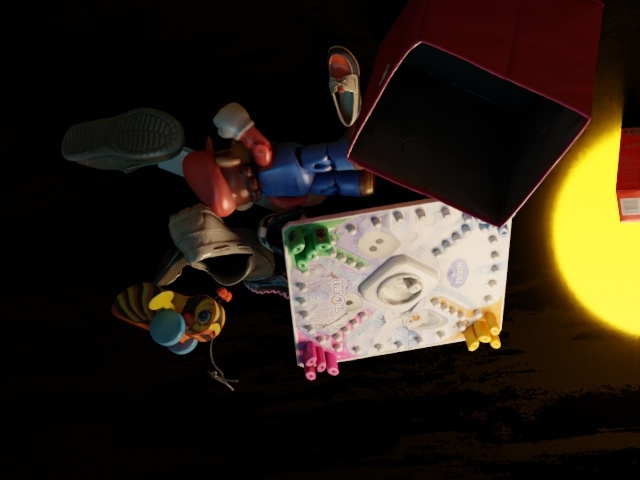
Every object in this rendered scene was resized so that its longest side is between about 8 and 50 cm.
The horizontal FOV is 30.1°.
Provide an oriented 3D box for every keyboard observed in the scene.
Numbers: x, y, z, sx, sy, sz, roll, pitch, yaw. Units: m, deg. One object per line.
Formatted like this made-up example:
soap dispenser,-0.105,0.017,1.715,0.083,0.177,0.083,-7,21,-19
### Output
keyboard,-0.162,-0.109,2.111,0.256,0.014,0.072,21,144,-4

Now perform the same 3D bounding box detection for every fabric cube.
fabric cube,0.216,-0.226,1.666,0.259,0.258,0.254,23,140,-8

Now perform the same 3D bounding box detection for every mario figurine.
mario figurine,-0.073,-0.142,1.992,0.321,0.170,0.198,-4,102,8

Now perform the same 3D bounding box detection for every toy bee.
toy bee,-0.254,0.151,2.349,0.298,0.162,0.195,32,171,2

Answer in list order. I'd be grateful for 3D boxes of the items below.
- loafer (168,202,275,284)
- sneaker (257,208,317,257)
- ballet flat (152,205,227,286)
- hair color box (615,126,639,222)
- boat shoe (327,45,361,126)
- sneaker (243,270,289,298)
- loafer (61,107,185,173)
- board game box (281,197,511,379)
loafer,-0.166,0.031,2.109,0.112,0.111,0.319,-24,158,18
sneaker,0.000,0.000,2.057,0.235,0.094,0.153,16,-176,6
ballet flat,-0.243,0.019,2.233,0.058,0.084,0.250,29,132,-17
hair color box,0.475,-0.100,1.804,0.043,0.141,0.072,-2,136,20
boat shoe,0.036,-0.243,1.870,0.049,0.043,0.137,4,136,18
sneaker,-0.086,0.075,2.267,0.119,0.047,0.057,11,133,-5
loafer,-0.328,-0.168,2.055,0.251,0.094,0.087,1,162,31
board game box,0.142,0.087,2.084,0.390,0.050,0.389,-9,138,-4
